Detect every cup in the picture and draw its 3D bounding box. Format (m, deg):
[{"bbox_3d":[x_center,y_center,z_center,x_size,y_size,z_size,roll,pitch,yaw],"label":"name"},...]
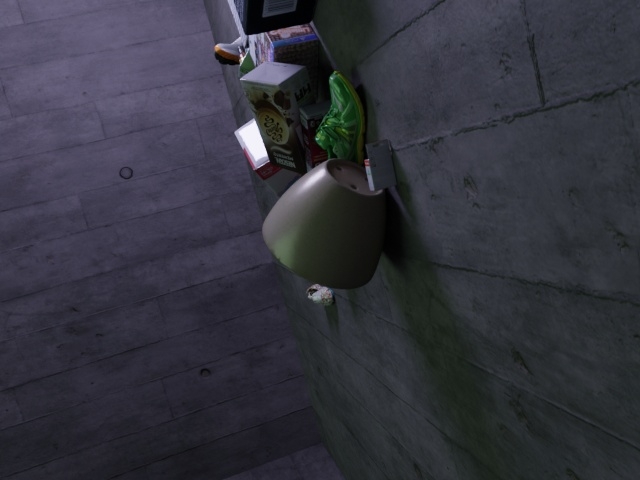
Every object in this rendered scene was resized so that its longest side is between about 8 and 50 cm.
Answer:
[{"bbox_3d":[0.042,-0.072,1.512,0.237,0.331,0.331,-64,37,31],"label":"cup"}]

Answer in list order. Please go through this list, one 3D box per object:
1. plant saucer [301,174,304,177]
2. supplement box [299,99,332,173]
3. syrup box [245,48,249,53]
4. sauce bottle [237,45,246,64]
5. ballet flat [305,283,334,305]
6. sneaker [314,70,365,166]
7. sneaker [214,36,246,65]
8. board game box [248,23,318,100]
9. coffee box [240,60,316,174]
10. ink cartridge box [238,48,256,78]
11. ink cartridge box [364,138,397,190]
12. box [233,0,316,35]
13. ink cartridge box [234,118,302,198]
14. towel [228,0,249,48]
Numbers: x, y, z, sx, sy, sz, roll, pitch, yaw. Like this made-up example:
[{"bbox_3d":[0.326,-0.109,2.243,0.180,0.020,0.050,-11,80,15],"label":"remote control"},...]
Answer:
[{"bbox_3d":[-0.016,-0.210,1.914,0.278,0.041,0.278,-178,90,-75],"label":"plant saucer"},{"bbox_3d":[0.022,-0.271,1.645,0.073,0.130,0.240,-124,22,-52],"label":"supplement box"},{"bbox_3d":[-0.211,-0.654,2.225,0.093,0.096,0.237,135,119,-76],"label":"syrup box"},{"bbox_3d":[-0.287,-0.684,2.203,0.042,0.042,0.128,105,149,-65],"label":"sauce bottle"},{"bbox_3d":[-0.005,0.239,2.471,0.241,0.077,0.091,178,77,-76],"label":"ballet flat"},{"bbox_3d":[0.048,-0.294,1.524,0.109,0.123,0.296,-123,22,-52],"label":"sneaker"},{"bbox_3d":[-0.329,-0.767,2.313,0.099,0.262,0.121,-8,90,35],"label":"sneaker"},{"bbox_3d":[-0.123,-0.603,1.819,0.232,0.141,0.291,93,157,-54],"label":"board game box"},{"bbox_3d":[-0.099,-0.357,1.699,0.168,0.119,0.297,20,142,39],"label":"coffee box"},{"bbox_3d":[-0.217,-0.668,2.037,0.209,0.062,0.109,-65,9,-8],"label":"ink cartridge box"},{"bbox_3d":[0.142,-0.183,1.400,0.029,0.062,0.115,-157,53,-70],"label":"ink cartridge box"},{"bbox_3d":[-0.157,-0.819,1.557,0.293,0.211,0.396,127,125,-74],"label":"box"},{"bbox_3d":[-0.159,-0.276,2.110,0.226,0.131,0.306,59,-176,36],"label":"ink cartridge box"},{"bbox_3d":[-0.237,-0.849,2.063,0.283,0.121,0.235,136,116,-73],"label":"towel"}]
